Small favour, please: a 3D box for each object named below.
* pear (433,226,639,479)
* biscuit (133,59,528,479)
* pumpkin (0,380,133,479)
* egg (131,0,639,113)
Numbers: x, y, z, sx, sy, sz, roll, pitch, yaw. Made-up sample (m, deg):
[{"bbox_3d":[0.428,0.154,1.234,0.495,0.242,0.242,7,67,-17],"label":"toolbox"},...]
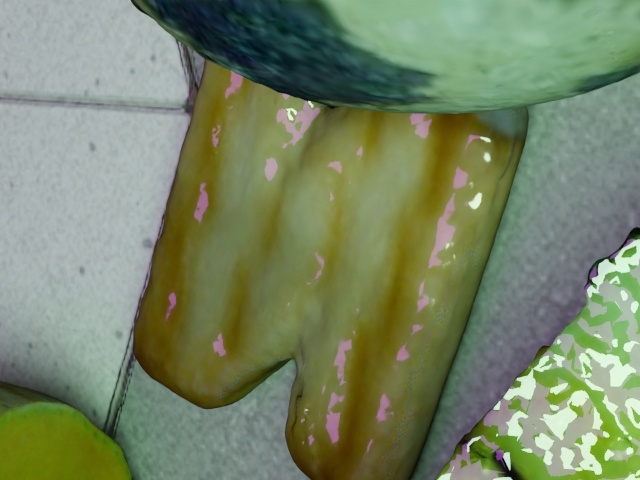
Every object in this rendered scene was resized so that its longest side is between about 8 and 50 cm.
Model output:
[{"bbox_3d":[0.177,0.210,0.976,0.318,0.238,0.342,42,98,13],"label":"pear"},{"bbox_3d":[0.000,0.000,1.189,0.237,0.062,0.290,27,111,32],"label":"biscuit"},{"bbox_3d":[-0.264,0.235,1.254,0.199,0.332,0.332,-2,94,37],"label":"pumpkin"},{"bbox_3d":[0.054,-0.232,0.950,0.428,0.345,0.345,17,105,23],"label":"egg"}]
